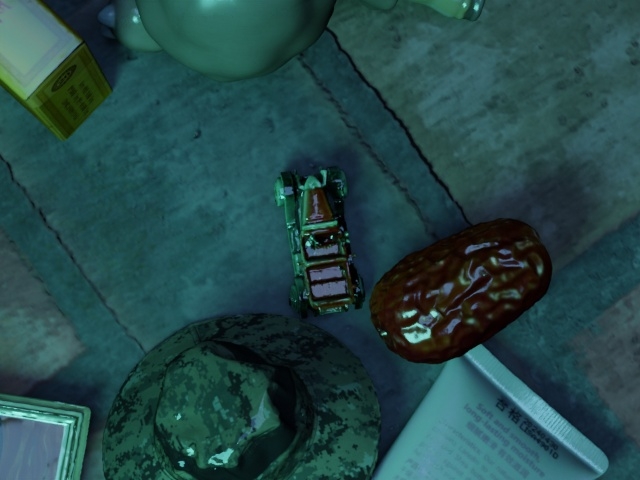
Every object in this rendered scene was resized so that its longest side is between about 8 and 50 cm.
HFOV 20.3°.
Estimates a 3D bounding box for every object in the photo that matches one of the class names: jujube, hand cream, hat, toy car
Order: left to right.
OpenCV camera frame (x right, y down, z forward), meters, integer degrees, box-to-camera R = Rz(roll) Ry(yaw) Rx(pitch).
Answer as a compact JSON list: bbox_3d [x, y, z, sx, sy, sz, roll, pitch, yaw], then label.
[{"bbox_3d":[-0.081,0.162,1.611,0.265,0.128,0.266,-3,67,7],"label":"hat"},{"bbox_3d":[0.000,0.000,1.702,0.073,0.054,0.143,-8,84,-6],"label":"toy car"},{"bbox_3d":[0.091,0.274,1.658,0.185,0.118,0.359,41,74,7],"label":"hand cream"},{"bbox_3d":[0.134,0.048,1.675,0.176,0.109,0.112,-28,54,-8],"label":"jujube"}]

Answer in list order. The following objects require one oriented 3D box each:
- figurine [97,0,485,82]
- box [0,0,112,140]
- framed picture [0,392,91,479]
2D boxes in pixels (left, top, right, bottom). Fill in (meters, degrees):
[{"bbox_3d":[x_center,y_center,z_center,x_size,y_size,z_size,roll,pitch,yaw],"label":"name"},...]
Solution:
[{"bbox_3d":[-0.016,-0.259,1.667,0.380,0.248,0.203,-6,64,-17],"label":"figurine"},{"bbox_3d":[-0.280,-0.186,1.592,0.174,0.274,0.076,42,86,2],"label":"box"},{"bbox_3d":[-0.359,0.235,1.625,0.273,0.016,0.217,9,81,-4],"label":"framed picture"}]
